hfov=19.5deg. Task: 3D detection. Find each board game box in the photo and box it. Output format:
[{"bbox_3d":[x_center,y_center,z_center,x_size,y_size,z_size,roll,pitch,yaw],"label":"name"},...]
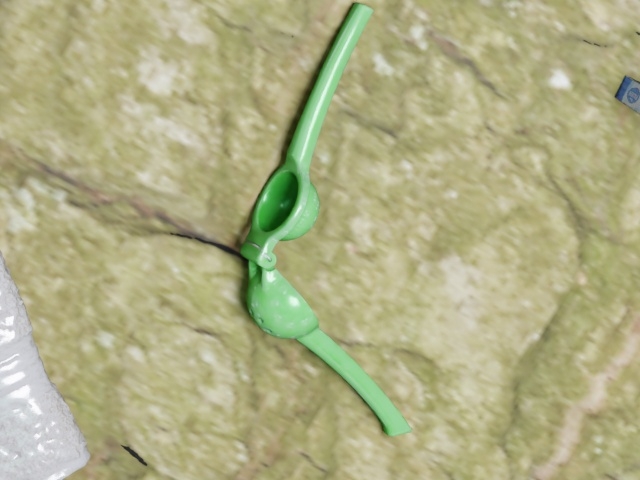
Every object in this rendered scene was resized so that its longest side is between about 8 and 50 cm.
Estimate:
[{"bbox_3d":[0.256,-0.079,1.272,0.090,0.090,0.020,23,100,-15],"label":"board game box"}]

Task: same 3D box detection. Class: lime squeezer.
[{"bbox_3d":[0.000,0.000,1.266,0.110,0.059,0.310,-8,105,-8],"label":"lime squeezer"}]

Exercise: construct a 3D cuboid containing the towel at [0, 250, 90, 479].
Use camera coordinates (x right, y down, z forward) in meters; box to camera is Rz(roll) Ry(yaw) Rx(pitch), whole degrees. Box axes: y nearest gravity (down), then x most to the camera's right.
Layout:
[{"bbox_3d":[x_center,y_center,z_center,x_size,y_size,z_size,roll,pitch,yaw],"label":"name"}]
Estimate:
[{"bbox_3d":[-0.317,0.120,1.245,0.282,0.049,0.187,-22,108,-4],"label":"towel"}]
